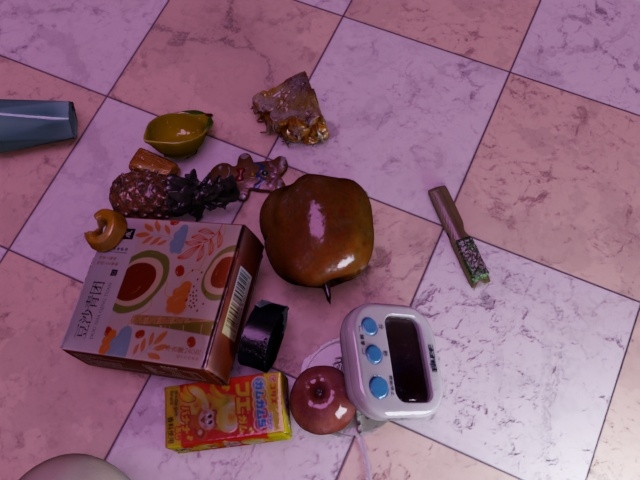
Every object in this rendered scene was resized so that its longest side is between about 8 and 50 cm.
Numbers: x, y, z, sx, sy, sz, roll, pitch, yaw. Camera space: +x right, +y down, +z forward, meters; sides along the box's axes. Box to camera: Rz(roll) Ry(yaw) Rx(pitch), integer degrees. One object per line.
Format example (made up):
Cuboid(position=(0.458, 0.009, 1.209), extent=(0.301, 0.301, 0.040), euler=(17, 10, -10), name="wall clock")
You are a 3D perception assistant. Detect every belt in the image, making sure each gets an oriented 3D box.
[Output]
Cuboid(position=(-0.129, 0.212, 1.715), extent=(0.078, 0.198, 0.151), euler=(14, 107, 8), name="belt")

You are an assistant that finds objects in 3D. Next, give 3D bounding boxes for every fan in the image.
Cuboid(position=(0.086, 0.415, 1.705), extent=(0.233, 0.012, 0.415), euler=(-14, 67, -1), name="fan")

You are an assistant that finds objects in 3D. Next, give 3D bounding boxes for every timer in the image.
Cuboid(position=(0.156, 0.274, 1.676), extent=(0.237, 0.087, 0.262), euler=(8, 63, -32), name="timer")

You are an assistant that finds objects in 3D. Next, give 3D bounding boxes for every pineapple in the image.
Cuboid(position=(-0.359, -0.110, 1.869), extent=(0.309, 0.170, 0.141), euler=(-4, 52, 10), name="pineapple")
Cuboid(position=(-0.070, -0.351, 1.979), extent=(0.236, 0.114, 0.186), euler=(27, 72, 17), name="pineapple")

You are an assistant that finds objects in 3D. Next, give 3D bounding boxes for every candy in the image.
Cuboid(position=(-0.207, 0.387, 1.681), extent=(0.276, 0.088, 0.146), euler=(-7, 67, 7), name="candy")

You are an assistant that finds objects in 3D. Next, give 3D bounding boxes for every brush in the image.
Cuboid(position=(0.342, -0.016, 1.854), extent=(0.054, 0.048, 0.282), euler=(-18, 66, -7), name="brush")

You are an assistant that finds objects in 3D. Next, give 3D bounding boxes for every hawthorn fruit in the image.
Cuboid(position=(0.000, 0.000, 1.746), extent=(0.267, 0.268, 0.301), euler=(-11, 68, -1), name="hawthorn fruit")

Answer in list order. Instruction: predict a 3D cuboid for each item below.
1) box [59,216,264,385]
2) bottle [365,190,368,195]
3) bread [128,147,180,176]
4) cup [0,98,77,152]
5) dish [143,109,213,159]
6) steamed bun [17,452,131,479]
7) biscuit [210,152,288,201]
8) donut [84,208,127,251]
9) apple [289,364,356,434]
Cuboid(position=(-0.360, 0.131, 1.736), extent=(0.385, 0.122, 0.345), euler=(4, 65, 21), name="box")
Cuboid(position=(0.096, -0.088, 1.904), extent=(0.030, 0.030, 0.083), euler=(19, 69, 11), name="bottle")
Cuboid(position=(-0.436, -0.190, 1.964), extent=(0.132, 0.053, 0.074), euler=(22, 67, 12), name="bread")
Cuboid(position=(-0.776, -0.312, 2.000), extent=(0.235, 0.134, 0.148), euler=(-6, 41, -9), name="cup")
Cuboid(position=(-0.369, -0.270, 1.968), extent=(0.207, 0.080, 0.149), euler=(-25, 49, -30), name="dish")
Cuboid(position=(-0.486, 0.584, 1.499), extent=(0.206, 0.324, 0.324), euler=(-30, 65, 26), name="steamed bun")
Cuboid(position=(-0.190, -0.167, 1.954), extent=(0.204, 0.031, 0.138), euler=(3, 68, 6), name="biscuit")
Cuboid(position=(-0.512, -0.027, 1.780), extent=(0.097, 0.043, 0.108), euler=(8, 70, 26), name="donut")
Cuboid(position=(0.004, 0.353, 1.669), extent=(0.153, 0.120, 0.154), euler=(-3, 65, 7), name="apple")
